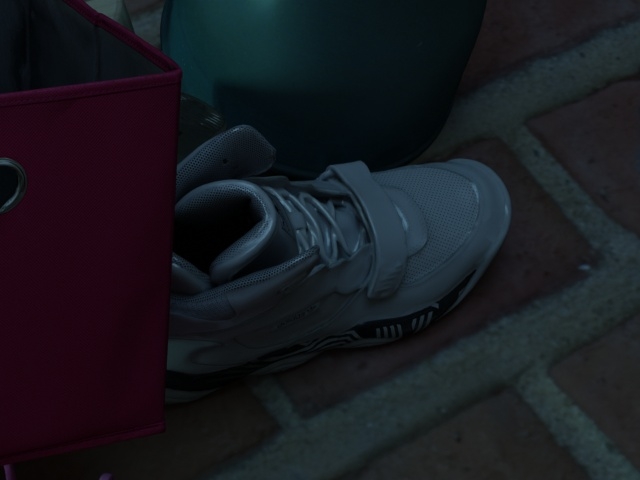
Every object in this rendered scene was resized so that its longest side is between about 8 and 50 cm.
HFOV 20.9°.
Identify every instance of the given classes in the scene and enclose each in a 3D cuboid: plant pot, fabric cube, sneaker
[{"bbox_3d":[0.022,-0.229,1.440,0.271,0.255,0.272,8,58,-13],"label":"plant pot"},{"bbox_3d":[-0.259,-0.016,1.135,0.254,0.258,0.259,-9,27,-30],"label":"fabric cube"},{"bbox_3d":[0.000,0.000,1.317,0.366,0.210,0.137,-20,70,-17],"label":"sneaker"},{"bbox_3d":[-0.144,-0.036,1.350,0.083,0.118,0.222,30,21,9],"label":"sneaker"}]

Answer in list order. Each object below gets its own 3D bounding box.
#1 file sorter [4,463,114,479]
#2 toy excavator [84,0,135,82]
[{"bbox_3d":[-0.159,0.260,1.136,0.290,0.182,0.202,10,53,4],"label":"file sorter"},{"bbox_3d":[-0.199,-0.368,1.624,0.445,0.222,0.433,-37,63,-12],"label":"toy excavator"}]
